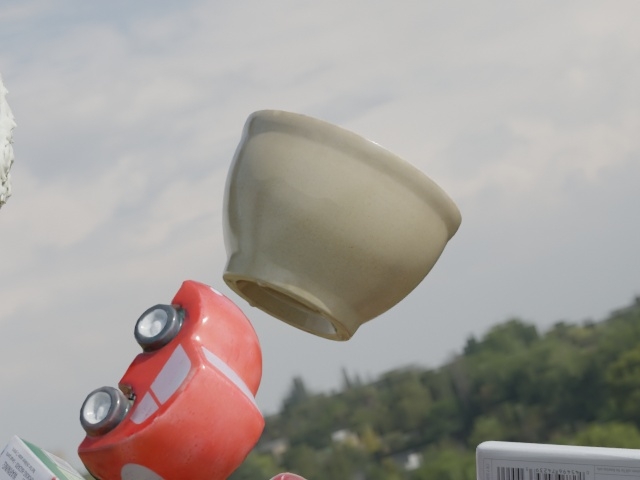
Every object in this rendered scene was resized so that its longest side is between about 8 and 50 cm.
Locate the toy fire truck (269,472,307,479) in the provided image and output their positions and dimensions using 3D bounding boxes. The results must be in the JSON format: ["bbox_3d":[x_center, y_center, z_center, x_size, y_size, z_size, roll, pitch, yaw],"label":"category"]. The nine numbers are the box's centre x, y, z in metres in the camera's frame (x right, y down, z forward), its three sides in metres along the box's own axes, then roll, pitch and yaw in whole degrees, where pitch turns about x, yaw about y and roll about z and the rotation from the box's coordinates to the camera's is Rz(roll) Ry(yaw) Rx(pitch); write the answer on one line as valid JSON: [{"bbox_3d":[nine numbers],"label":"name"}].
[{"bbox_3d":[-0.001,0.317,1.218,0.169,0.254,0.302,-35,-29,13],"label":"toy fire truck"}]

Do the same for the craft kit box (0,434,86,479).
[{"bbox_3d":[-0.191,0.267,1.067,0.061,0.246,0.250,34,-4,-32],"label":"craft kit box"}]

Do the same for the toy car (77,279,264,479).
[{"bbox_3d":[-0.087,0.156,0.720,0.053,0.225,0.239,7,25,45],"label":"toy car"}]

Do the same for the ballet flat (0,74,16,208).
[{"bbox_3d":[-0.296,-0.094,1.423,0.147,0.409,0.147,-7,-46,-7],"label":"ballet flat"}]

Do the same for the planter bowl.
[{"bbox_3d":[0.000,0.000,1.203,0.162,0.109,0.162,24,-14,7],"label":"planter bowl"}]

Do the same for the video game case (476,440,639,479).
[{"bbox_3d":[0.207,0.235,1.195,0.212,0.193,0.023,0,4,27],"label":"video game case"}]
